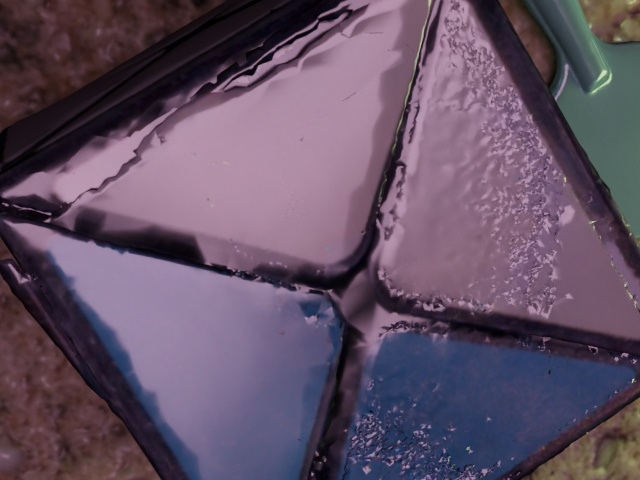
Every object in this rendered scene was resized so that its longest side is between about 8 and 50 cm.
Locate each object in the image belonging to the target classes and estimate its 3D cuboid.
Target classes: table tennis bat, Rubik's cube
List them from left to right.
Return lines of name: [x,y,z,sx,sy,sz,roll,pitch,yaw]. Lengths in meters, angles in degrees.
Rubik's cube: [0.000,0.000,0.778,0.307,0.310,0.305,-32,104,-4]
table tennis bat: [0.213,-0.109,0.954,0.149,0.038,0.237,-35,110,-4]
